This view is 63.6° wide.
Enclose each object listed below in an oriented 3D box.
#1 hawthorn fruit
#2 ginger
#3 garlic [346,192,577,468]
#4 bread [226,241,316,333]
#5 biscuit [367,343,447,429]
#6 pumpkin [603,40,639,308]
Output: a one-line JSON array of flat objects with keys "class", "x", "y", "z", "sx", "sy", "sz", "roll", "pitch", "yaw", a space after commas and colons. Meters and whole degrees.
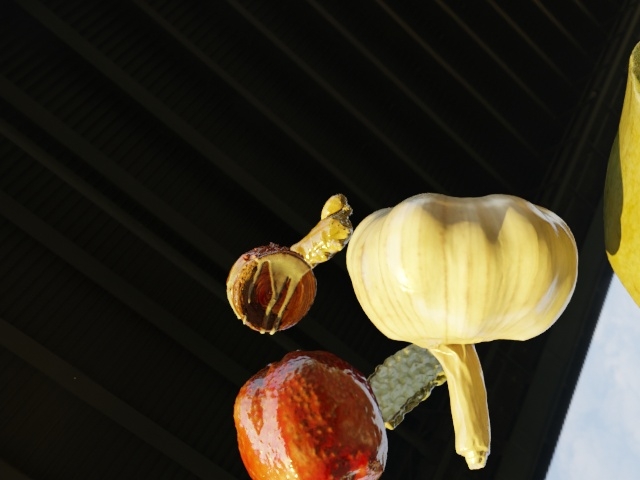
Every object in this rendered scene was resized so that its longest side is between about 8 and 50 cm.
[{"class": "hawthorn fruit", "x": -0.005, "y": 0.279, "z": 0.709, "sx": 0.205, "sy": 0.205, "sz": 0.253, "roll": -11, "pitch": -119, "yaw": -27}, {"class": "ginger", "x": 0.010, "y": 0.002, "z": 1.132, "sx": 0.115, "sy": 0.205, "sz": 0.081, "roll": 43, "pitch": -163, "yaw": 25}, {"class": "garlic", "x": 0.126, "y": 0.073, "z": 0.444, "sx": 0.199, "sy": 0.199, "sz": 0.225, "roll": 2, "pitch": -101, "yaw": -25}, {"class": "bread", "x": -0.088, "y": 0.085, "z": 0.937, "sx": 0.161, "sy": 0.073, "sz": 0.160, "roll": -4, "pitch": -78, "yaw": -23}, {"class": "biscuit", "x": 0.189, "y": 0.281, "z": 1.091, "sx": 0.274, "sy": 0.187, "sz": 0.036, "roll": -35, "pitch": -74, "yaw": -19}, {"class": "pumpkin", "x": 0.389, "y": -0.036, "z": 0.411, "sx": 0.333, "sy": 0.199, "sz": 0.332, "roll": 0, "pitch": -132, "yaw": 0}]
